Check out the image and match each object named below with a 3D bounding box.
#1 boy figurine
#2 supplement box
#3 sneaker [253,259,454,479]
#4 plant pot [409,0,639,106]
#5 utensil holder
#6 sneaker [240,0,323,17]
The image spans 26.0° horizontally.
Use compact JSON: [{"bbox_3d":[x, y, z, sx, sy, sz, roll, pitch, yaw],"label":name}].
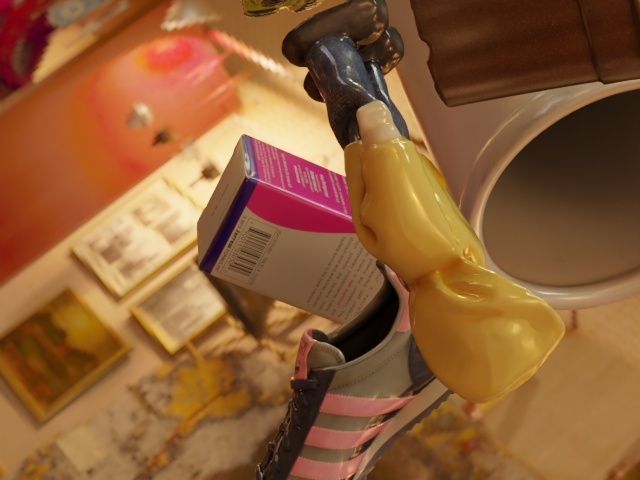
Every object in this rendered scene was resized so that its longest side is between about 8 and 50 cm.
[{"bbox_3d":[0.063,-0.030,0.915,0.285,0.092,0.177,64,5,29],"label":"boy figurine"},{"bbox_3d":[0.000,0.000,1.372,0.220,0.111,0.114,23,22,-17],"label":"supplement box"},{"bbox_3d":[0.000,0.149,1.241,0.131,0.319,0.112,43,-1,-23],"label":"sneaker"},{"bbox_3d":[0.161,-0.183,1.074,0.167,0.165,0.167,-14,90,-77],"label":"plant pot"},{"bbox_3d":[0.260,-0.172,1.540,0.328,0.327,0.385,67,4,-48],"label":"utensil holder"},{"bbox_3d":[-0.030,-0.273,1.181,0.295,0.109,0.124,162,-86,-75],"label":"sneaker"}]
